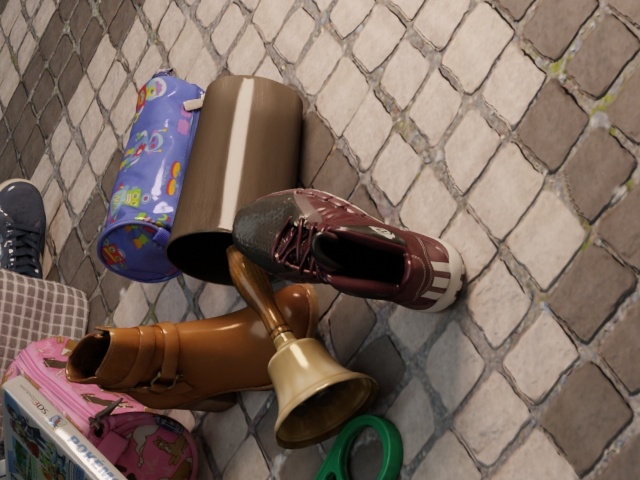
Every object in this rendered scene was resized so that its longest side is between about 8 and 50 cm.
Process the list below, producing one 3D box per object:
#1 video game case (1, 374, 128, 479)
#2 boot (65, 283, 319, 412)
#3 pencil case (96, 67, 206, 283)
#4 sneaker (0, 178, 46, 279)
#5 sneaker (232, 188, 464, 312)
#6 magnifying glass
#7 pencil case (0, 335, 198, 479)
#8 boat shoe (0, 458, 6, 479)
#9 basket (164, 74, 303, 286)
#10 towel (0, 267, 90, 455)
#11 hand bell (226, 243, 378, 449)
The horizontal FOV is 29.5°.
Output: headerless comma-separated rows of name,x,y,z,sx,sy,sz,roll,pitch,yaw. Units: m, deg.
video game case,-0.289,0.366,1.494,0.300,0.036,0.329,37,138,28
boot,-0.155,0.119,1.461,0.283,0.220,0.109,-34,51,42
pencil case,-0.214,-0.092,1.659,0.133,0.119,0.306,-30,39,38
sneaker,-0.507,0.071,2.049,0.148,0.131,0.350,7,90,51
sneaker,0.000,0.000,1.271,0.281,0.162,0.106,13,91,28
magnifying glass,0.011,0.273,1.350,0.231,0.026,0.092,-43,46,33
pencil case,-0.314,0.254,1.669,0.386,0.160,0.167,21,108,56
boat shoe,-0.454,0.386,1.851,0.267,0.096,0.088,-40,58,53
basket,-0.100,-0.078,1.529,0.204,0.154,0.227,122,157,-67
towel,-0.485,0.188,1.872,0.121,0.235,0.283,-12,67,45
hand bell,-0.049,0.099,1.359,0.126,0.126,0.242,-51,56,28
